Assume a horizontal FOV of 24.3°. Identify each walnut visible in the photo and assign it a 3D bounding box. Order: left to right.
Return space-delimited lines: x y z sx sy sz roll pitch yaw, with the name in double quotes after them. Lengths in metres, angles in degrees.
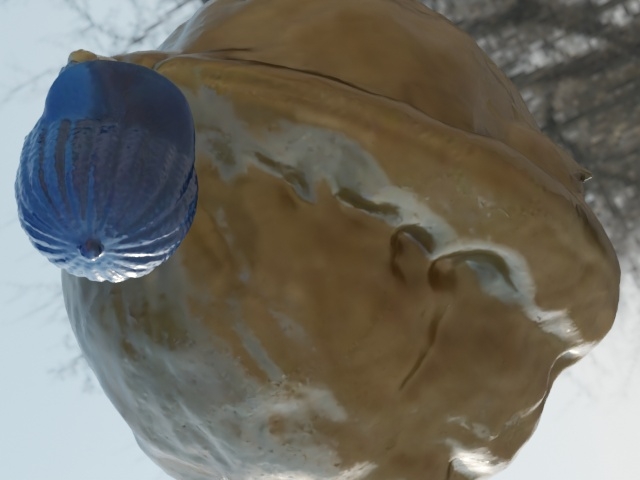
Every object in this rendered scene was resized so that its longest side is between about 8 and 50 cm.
0.005 0.012 0.981 0.383 0.383 0.383 52 -159 -31 "walnut"

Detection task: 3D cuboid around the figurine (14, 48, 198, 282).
-0.095 -0.040 0.642 0.086 0.087 0.149 47 -178 -22 "figurine"
